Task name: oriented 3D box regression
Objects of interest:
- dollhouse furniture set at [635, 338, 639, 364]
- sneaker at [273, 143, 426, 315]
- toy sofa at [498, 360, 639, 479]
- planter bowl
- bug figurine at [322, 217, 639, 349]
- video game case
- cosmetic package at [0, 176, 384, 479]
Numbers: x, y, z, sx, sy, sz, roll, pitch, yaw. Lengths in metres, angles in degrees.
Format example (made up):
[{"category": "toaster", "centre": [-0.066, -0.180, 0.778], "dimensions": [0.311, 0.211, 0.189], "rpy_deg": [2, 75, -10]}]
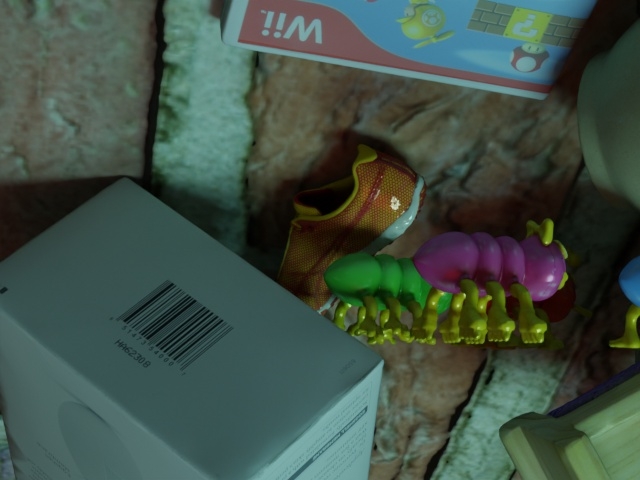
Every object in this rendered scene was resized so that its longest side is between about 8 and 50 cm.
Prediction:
[{"category": "dollhouse furniture set", "centre": [0.299, 0.155, 1.083], "dimensions": [0.198, 0.151, 0.301], "rpy_deg": [4, 167, 1]}, {"category": "sneaker", "centre": [0.000, 0.000, 0.903], "dimensions": [0.067, 0.064, 0.175], "rpy_deg": [32, 123, -11]}, {"category": "toy sofa", "centre": [0.302, 0.095, 0.838], "dimensions": [0.363, 0.177, 0.150], "rpy_deg": [-28, 93, -6]}, {"category": "planter bowl", "centre": [0.216, -0.069, 0.773], "dimensions": [0.109, 0.162, 0.162], "rpy_deg": [-7, 144, 39]}, {"category": "bug figurine", "centre": [0.126, 0.029, 0.817], "dimensions": [0.216, 0.072, 0.279], "rpy_deg": [4, 175, -23]}, {"category": "video game case", "centre": [0.076, -0.198, 0.701], "dimensions": [0.204, 0.025, 0.285], "rpy_deg": [8, 137, -13]}, {"category": "cosmetic package", "centre": [-0.091, 0.120, 0.882], "dimensions": [0.224, 0.138, 0.224], "rpy_deg": [34, 144, 24]}]
